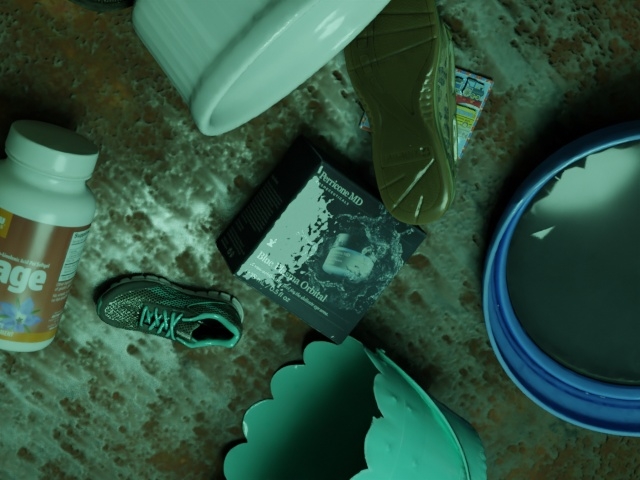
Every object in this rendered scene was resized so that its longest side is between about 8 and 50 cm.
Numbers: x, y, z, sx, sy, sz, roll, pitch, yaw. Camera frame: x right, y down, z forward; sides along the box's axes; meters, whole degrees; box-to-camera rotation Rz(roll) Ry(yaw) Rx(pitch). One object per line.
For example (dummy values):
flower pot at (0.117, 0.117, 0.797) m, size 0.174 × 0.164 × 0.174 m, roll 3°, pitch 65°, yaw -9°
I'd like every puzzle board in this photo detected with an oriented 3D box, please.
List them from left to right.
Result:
puzzle board at (0.117, -0.148, 1.708) m, size 0.128 × 0.011 × 0.096 m, roll 16°, pitch 106°, yaw -20°

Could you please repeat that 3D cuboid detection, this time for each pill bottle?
pill bottle at (-0.300, -0.006, 1.590) m, size 0.121 × 0.121 × 0.216 m, roll 14°, pitch 107°, yaw -20°

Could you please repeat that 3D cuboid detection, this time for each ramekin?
ramekin at (-0.047, -0.238, 1.481) m, size 0.277 × 0.277 × 0.135 m, roll -41°, pitch 86°, yaw 3°

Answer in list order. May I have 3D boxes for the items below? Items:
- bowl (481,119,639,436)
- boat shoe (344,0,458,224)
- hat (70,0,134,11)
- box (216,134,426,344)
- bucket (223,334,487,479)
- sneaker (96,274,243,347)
bowl at (0.376, 0.041, 1.769) m, size 0.391 × 0.077 × 0.391 m, roll 1°, pitch 118°, yaw 2°
boat shoe at (0.091, -0.162, 1.647) m, size 0.104 × 0.089 × 0.285 m, roll -2°, pitch 101°, yaw 20°
hat at (-0.143, -0.365, 1.405) m, size 0.331 × 0.134 × 0.331 m, roll -20°, pitch 117°, yaw -45°
box at (0.000, 0.000, 1.692) m, size 0.156 × 0.093 × 0.158 m, roll 34°, pitch 98°, yaw -25°
bucket at (0.038, 0.265, 1.723) m, size 0.183 × 0.281 × 0.281 m, roll 30°, pitch 101°, yaw -27°
sneaker at (-0.157, 0.082, 1.690) m, size 0.166 × 0.076 × 0.065 m, roll 6°, pitch 109°, yaw -18°
